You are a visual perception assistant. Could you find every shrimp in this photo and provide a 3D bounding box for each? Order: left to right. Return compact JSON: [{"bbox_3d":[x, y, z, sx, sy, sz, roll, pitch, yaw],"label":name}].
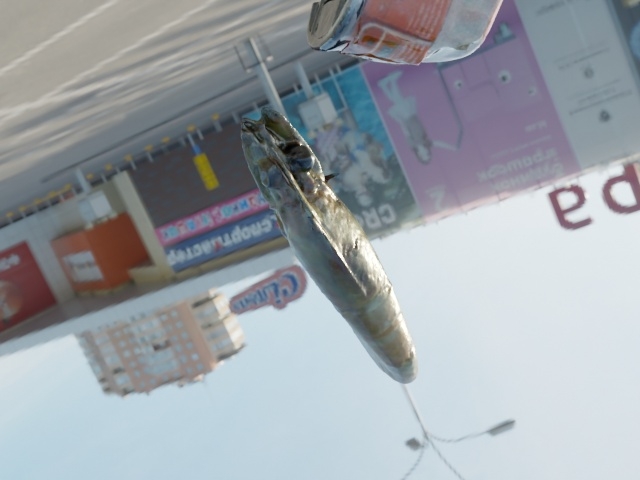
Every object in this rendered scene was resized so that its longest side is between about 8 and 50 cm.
[{"bbox_3d":[0.000,0.000,0.671,0.058,0.296,0.169,-35,-145,-8],"label":"shrimp"}]

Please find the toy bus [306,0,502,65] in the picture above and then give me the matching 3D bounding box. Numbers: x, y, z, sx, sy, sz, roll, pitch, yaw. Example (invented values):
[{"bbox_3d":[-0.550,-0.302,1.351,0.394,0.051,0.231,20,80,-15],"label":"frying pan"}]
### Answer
[{"bbox_3d":[0.051,-0.155,0.346,0.077,0.174,0.079,15,-173,-17],"label":"toy bus"}]
